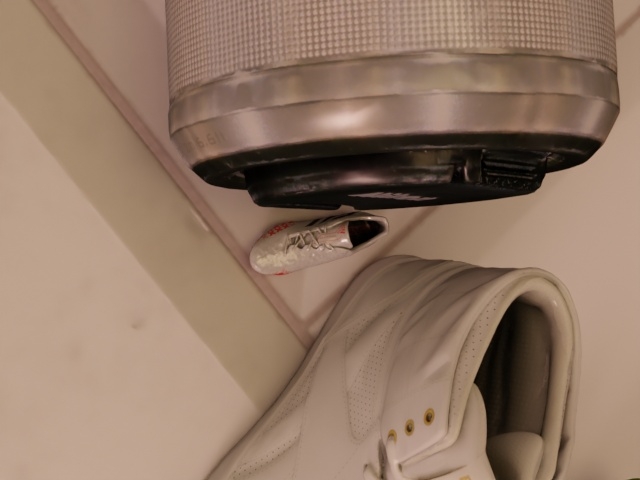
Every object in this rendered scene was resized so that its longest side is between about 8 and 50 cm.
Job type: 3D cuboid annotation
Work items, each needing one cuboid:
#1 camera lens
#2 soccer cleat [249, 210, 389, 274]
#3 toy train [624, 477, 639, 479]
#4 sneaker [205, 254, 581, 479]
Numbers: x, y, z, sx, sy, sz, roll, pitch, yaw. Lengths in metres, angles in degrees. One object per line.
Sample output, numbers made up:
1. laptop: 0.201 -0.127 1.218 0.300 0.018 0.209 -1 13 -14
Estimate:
1. camera lens: 0.031 -0.157 0.576 0.219 0.219 0.274 -1 87 -24
2. soccer cleat: 0.000 0.000 0.652 0.083 0.035 0.029 -14 92 -25
3. toy train: 0.205 0.208 0.703 0.248 0.105 0.143 -18 81 -24
4. sneaker: 0.024 0.133 0.582 0.108 0.169 0.292 33 75 -21
